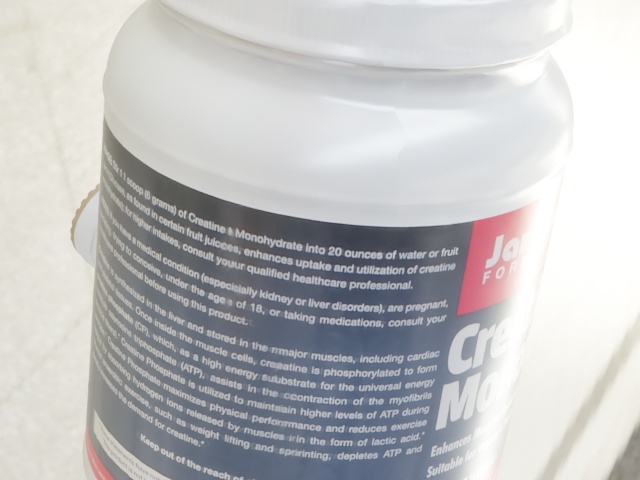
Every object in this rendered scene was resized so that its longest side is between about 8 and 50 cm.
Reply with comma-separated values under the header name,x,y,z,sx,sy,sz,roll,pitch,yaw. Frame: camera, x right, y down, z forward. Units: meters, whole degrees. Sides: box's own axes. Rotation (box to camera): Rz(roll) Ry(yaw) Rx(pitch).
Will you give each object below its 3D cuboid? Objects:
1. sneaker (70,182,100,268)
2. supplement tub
name,x,y,z,sx,sy,sz,roll,pitch,yaw
sneaker,-0.048,0.042,1.082,0.099,0.153,0.282,-58,149,7
supplement tub,0.000,0.000,0.621,0.191,0.191,0.272,-33,138,-52
